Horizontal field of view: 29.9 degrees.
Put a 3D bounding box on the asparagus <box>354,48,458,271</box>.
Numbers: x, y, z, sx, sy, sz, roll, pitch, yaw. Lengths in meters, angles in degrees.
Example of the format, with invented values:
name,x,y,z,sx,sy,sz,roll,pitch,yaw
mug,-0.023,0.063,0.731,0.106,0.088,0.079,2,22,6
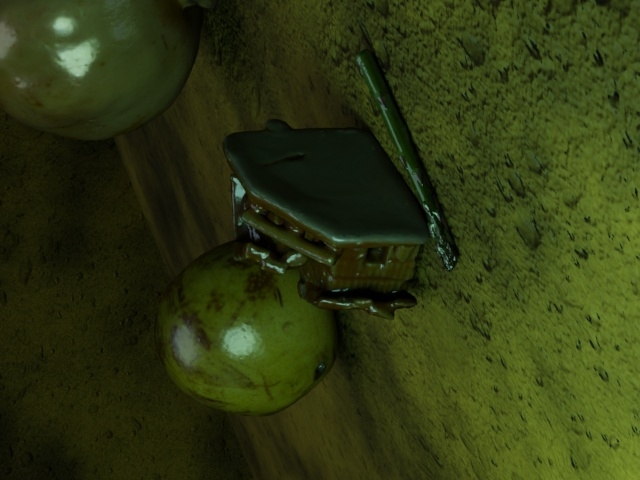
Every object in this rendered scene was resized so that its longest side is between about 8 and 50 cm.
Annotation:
name,x,y,z,sx,sy,sz,roll,pitch,yaw
asparagus,0.091,-0.084,1.244,0.025,0.024,0.248,-12,-102,-61

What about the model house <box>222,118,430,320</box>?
name,x,y,z,sx,sy,sz,roll,pitch,yaw
model house,0.000,-0.001,1.384,0.229,0.200,0.219,92,166,-49

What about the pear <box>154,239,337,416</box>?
name,x,y,z,sx,sy,sz,roll,pitch,yaw
pear,-0.109,0.135,1.821,0.281,0.281,0.280,159,90,-76

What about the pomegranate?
name,x,y,z,sx,sy,sz,roll,pitch,yaw
pomegranate,-0.341,-0.356,1.815,0.411,0.412,0.411,159,90,-76
